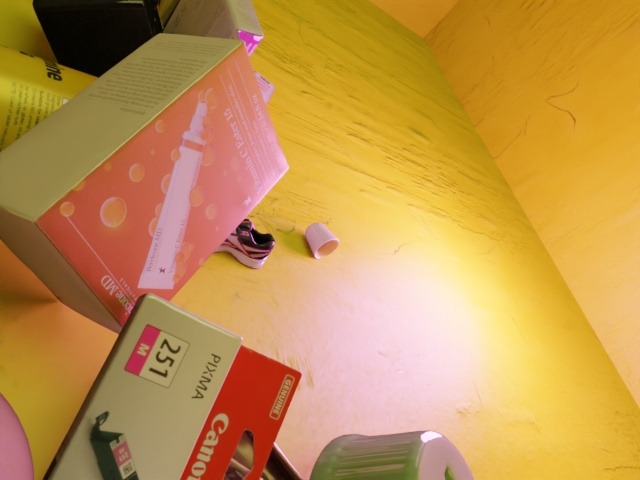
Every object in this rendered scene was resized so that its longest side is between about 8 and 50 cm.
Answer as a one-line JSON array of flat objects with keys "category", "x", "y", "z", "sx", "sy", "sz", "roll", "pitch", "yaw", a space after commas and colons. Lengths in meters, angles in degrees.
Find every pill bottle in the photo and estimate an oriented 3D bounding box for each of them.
[{"category": "pill bottle", "x": -0.403, "y": -0.162, "z": 0.794, "sx": 0.334, "sy": 0.188, "sz": 0.188, "roll": 11, "pitch": 47, "yaw": -44}]

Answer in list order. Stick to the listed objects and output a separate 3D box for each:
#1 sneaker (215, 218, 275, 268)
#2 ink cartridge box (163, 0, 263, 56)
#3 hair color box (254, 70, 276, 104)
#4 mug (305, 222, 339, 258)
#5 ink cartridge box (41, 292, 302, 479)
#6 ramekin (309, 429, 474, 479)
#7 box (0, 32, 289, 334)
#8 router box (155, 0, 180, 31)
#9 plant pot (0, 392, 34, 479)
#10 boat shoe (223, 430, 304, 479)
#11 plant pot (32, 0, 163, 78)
[{"category": "sneaker", "x": -0.161, "y": -0.017, "z": 1.024, "sx": 0.178, "sy": 0.077, "sz": 0.072, "roll": 23, "pitch": 39, "yaw": -32}, {"category": "ink cartridge box", "x": -0.226, "y": -0.300, "z": 1.018, "sx": 0.071, "sy": 0.324, "sz": 0.330, "roll": 12, "pitch": 46, "yaw": -40}, {"category": "hair color box", "x": -0.165, "y": -0.370, "z": 1.423, "sx": 0.072, "sy": 0.043, "sz": 0.141, "roll": 37, "pitch": 35, "yaw": -17}, {"category": "mug", "x": -0.003, "y": 0.000, "z": 1.221, "sx": 0.062, "sy": 0.078, "sz": 0.064, "roll": -23, "pitch": 61, "yaw": -22}, {"category": "ink cartridge box", "x": -0.158, "y": 0.234, "z": 0.641, "sx": 0.239, "sy": 0.060, "sz": 0.275, "roll": 30, "pitch": 71, "yaw": -20}, {"category": "ramekin", "x": 0.120, "y": 0.406, "z": 0.752, "sx": 0.303, "sy": 0.148, "sz": 0.303, "roll": 43, "pitch": 36, "yaw": -41}, {"category": "box", "x": -0.226, "y": -0.084, "z": 0.733, "sx": 0.345, "sy": 0.168, "sz": 0.215, "roll": -53, "pitch": 143, "yaw": -29}, {"category": "router box", "x": -0.280, "y": -0.571, "z": 1.257, "sx": 0.081, "sy": 0.309, "sz": 0.243, "roll": 19, "pitch": 41, "yaw": -41}, {"category": "plant pot", "x": -0.351, "y": 0.202, "z": 0.439, "sx": 0.284, "sy": 0.284, "sz": 0.191, "roll": 47, "pitch": -3, "yaw": 0}, {"category": "boat shoe", "x": -0.122, "y": 0.259, "z": 0.762, "sx": 0.285, "sy": 0.089, "sz": 0.104, "roll": 49, "pitch": 33, "yaw": 1}, {"category": "plant pot", "x": -0.380, "y": -0.389, "z": 1.004, "sx": 0.167, "sy": 0.187, "sz": 0.188, "roll": -8, "pitch": 51, "yaw": -3}]
